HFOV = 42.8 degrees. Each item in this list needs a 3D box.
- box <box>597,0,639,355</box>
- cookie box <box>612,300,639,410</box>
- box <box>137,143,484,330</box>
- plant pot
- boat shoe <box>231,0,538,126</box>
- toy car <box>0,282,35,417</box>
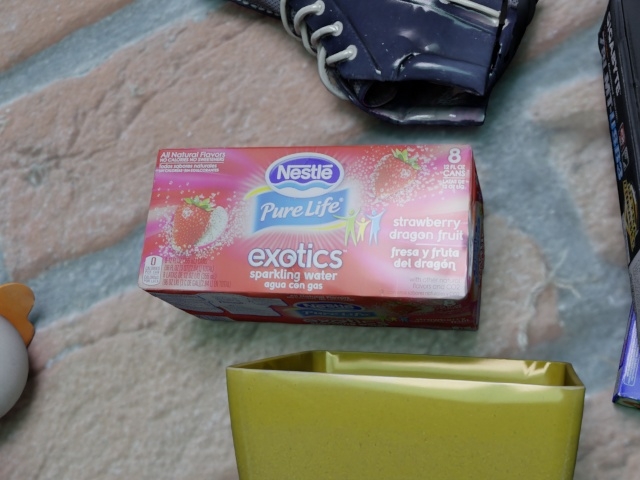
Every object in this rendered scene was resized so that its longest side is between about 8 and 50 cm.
[{"bbox_3d":[0.369,-0.054,0.588,0.296,0.073,0.293,-1,70,6],"label":"box"},{"bbox_3d":[0.283,0.089,0.609,0.107,0.040,0.091,13,76,17],"label":"cookie box"},{"bbox_3d":[0.000,0.000,0.664,0.257,0.128,0.122,1,74,15],"label":"box"},{"bbox_3d":[0.064,0.178,0.563,0.212,0.212,0.187,1,86,15],"label":"plant pot"},{"bbox_3d":[0.013,-0.200,0.718,0.341,0.127,0.158,11,69,17],"label":"boat shoe"},{"bbox_3d":[-0.338,0.124,0.690,0.219,0.210,0.237,17,66,30],"label":"toy car"}]
